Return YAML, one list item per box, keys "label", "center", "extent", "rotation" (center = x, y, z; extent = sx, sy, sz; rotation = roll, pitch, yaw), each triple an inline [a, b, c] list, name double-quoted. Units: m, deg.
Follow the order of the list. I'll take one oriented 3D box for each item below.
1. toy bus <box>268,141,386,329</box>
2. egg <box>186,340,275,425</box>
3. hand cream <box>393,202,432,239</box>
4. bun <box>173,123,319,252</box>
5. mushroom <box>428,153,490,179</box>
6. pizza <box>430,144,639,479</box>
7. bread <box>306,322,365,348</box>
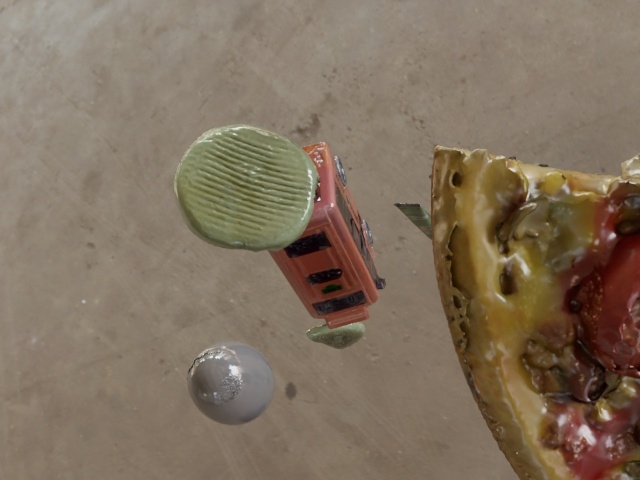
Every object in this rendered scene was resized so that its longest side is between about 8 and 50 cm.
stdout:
- label: "toy bus"
  center: [0.000, 0.000, 1.525]
  extent: [0.203, 0.427, 0.233]
  rotation: [-16, 51, 10]
- label: "egg"
  center: [-0.159, 0.253, 1.235]
  extent: [0.146, 0.199, 0.147]
  rotation: [-10, 59, 18]
- label: "hand cream"
  center: [0.311, -0.061, 2.109]
  extent: [0.086, 0.235, 0.055]
  rotation: [-1, 67, 35]
- label: "bun"
  center: [-0.115, -0.076, 1.059]
  extent: [0.221, 0.108, 0.221]
  rotation: [3, 74, -10]
- label: "mushroom"
  center: [0.371, -0.152, 1.752]
  extent: [0.117, 0.188, 0.141]
  rotation: [66, 148, 24]
- label: "pizza"
  center: [0.320, 0.057, 0.592]
  extent: [0.405, 0.440, 0.130]
  rotation: [-25, 13, 7]
- label: "bread"
  center: [0.058, 0.237, 1.736]
  extent: [0.112, 0.193, 0.036]
  rotation: [-25, 64, 20]
